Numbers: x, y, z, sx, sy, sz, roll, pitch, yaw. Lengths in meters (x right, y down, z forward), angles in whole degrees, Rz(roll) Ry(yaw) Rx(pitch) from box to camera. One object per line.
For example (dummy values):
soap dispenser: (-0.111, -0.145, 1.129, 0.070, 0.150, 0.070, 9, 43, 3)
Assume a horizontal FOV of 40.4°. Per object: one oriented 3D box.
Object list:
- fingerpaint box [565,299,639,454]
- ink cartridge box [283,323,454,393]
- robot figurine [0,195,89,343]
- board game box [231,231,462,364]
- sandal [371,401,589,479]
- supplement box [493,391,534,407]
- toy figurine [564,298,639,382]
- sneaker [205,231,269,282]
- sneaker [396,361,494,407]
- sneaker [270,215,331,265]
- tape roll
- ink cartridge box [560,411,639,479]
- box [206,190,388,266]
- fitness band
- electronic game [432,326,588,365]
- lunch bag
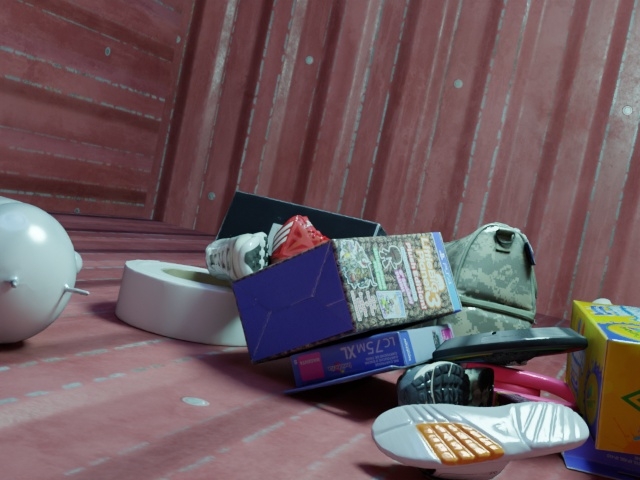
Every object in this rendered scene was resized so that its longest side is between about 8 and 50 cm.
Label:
fingerpaint box: (0.586, 0.206, 1.327, 0.370, 0.163, 0.445, 6, 4, 11)
ink cartridge box: (0.082, 0.182, 1.373, 0.185, 0.065, 0.311, -16, -7, 24)
robot figurine: (-0.493, 0.030, 1.253, 0.353, 0.200, 0.300, 14, 13, 35)
board game box: (0.046, 0.091, 1.424, 0.232, 0.141, 0.291, -23, -12, 39)
sandal: (0.191, 0.251, 1.035, 0.265, 0.076, 0.102, 0, 29, -11)
supplement box: (0.302, 0.269, 1.322, 0.043, 0.055, 0.083, 9, 4, -26)
toy figurine: (0.590, 0.227, 1.694, 0.148, 0.210, 0.213, 23, 2, -11)
sneaker: (-0.151, 0.039, 1.566, 0.118, 0.110, 0.292, 4, -4, -4)
sneaker: (0.158, 0.230, 1.262, 0.122, 0.110, 0.283, 1, -9, 28)
sneaker: (0.000, 0.000, 1.652, 0.221, 0.128, 0.087, -11, -23, 17)
tape roll: (-0.236, 0.114, 1.632, 0.286, 0.100, 0.286, 11, 4, -1)
ink cartridge box: (0.451, 0.309, 1.278, 0.206, 0.045, 0.208, 12, 5, 6)
box: (-0.008, 0.064, 1.858, 0.343, 0.179, 0.312, 14, -15, 26)
fitness band: (0.333, 0.264, 1.518, 0.290, 0.054, 0.209, 11, 4, -1)
electronic game: (0.282, 0.164, 1.304, 0.229, 0.048, 0.229, -4, -12, -1)
lunch bag: (0.285, 0.109, 1.715, 0.212, 0.256, 0.305, 12, -11, -15)
